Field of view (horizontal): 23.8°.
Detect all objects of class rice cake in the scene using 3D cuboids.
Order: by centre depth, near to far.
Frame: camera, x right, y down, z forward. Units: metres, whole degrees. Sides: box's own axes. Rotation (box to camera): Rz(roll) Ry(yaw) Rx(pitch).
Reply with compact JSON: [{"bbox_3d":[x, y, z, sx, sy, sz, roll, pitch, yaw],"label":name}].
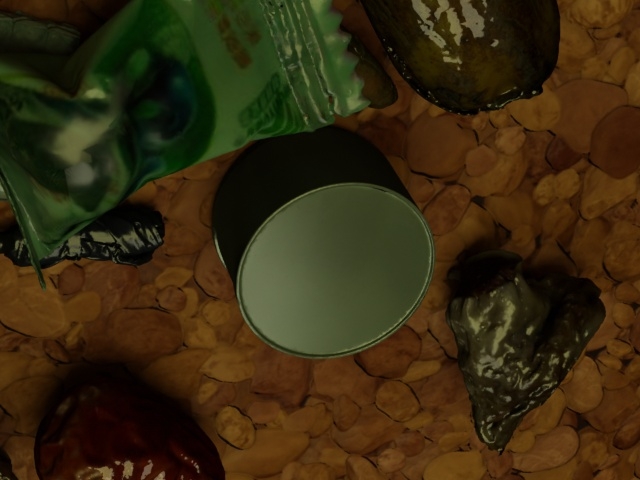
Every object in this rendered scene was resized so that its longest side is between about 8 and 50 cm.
[{"bbox_3d":[-0.322,-0.136,1.589,0.124,0.038,0.211,10,116,-22],"label":"rice cake"}]

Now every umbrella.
[{"bbox_3d":[-0.293,0.003,1.665,0.248,0.071,0.071,-3,121,-17],"label":"umbrella"}]

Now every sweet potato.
[{"bbox_3d":[-0.006,-0.216,1.617,0.273,0.075,0.075,35,105,-31],"label":"sweet potato"}]

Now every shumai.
[{"bbox_3d":[0.219,0.112,1.856,0.185,0.184,0.218,37,121,4],"label":"shumai"}]

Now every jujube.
[{"bbox_3d":[-0.220,0.265,1.783,0.174,0.174,0.250,-40,122,9],"label":"jujube"}]

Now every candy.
[{"bbox_3d":[-0.156,-0.152,1.509,0.398,0.172,0.263,-26,131,-3],"label":"candy"}]

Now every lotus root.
[{"bbox_3d":[0.125,-0.292,1.547,0.196,0.179,0.397,-28,125,-2],"label":"lotus root"}]

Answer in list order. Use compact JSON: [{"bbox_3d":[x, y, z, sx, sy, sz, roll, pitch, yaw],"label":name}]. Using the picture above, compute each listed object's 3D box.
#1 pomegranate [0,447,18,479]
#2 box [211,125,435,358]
[{"bbox_3d":[-0.464,0.328,1.679,0.319,0.319,0.319,-8,122,-13],"label":"pomegranate"},{"bbox_3d":[0.000,0.000,1.702,0.226,0.149,0.226,-8,122,-13],"label":"box"}]
